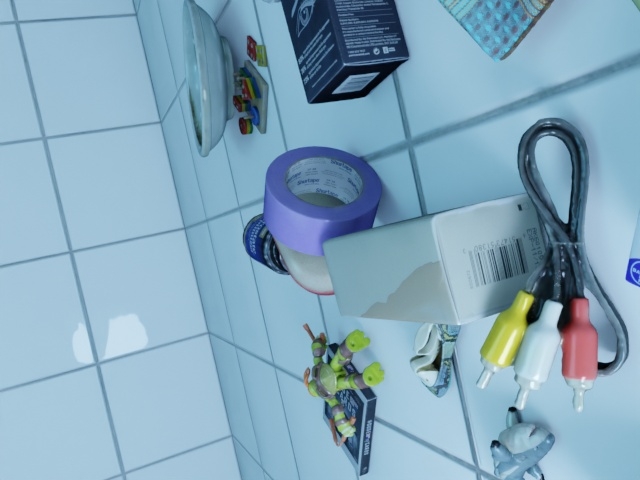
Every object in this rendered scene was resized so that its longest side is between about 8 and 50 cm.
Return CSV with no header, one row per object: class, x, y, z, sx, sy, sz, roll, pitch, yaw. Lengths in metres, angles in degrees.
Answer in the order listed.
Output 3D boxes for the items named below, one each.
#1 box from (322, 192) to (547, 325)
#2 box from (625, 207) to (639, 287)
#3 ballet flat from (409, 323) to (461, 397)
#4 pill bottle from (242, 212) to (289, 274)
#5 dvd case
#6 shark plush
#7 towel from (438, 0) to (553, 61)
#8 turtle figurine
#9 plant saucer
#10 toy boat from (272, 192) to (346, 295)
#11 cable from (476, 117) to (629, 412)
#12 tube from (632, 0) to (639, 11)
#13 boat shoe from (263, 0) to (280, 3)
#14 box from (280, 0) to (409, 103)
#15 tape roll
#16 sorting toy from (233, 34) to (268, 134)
box,0.133,0.030,0.765,0.311,0.148,0.121,166,90,-69
box,0.307,-0.013,0.422,0.126,0.072,0.137,39,136,55
ballet flat,0.164,0.167,0.872,0.070,0.070,0.188,-133,36,-50
pill bottle,-0.086,0.009,1.300,0.219,0.123,0.122,19,120,64
dvd case,0.060,0.369,1.277,0.179,0.030,0.238,48,144,49
shark plush,0.255,0.295,0.747,0.067,0.073,0.161,16,116,31
towel,0.113,-0.381,0.524,0.370,0.040,0.271,53,151,11
turtle figurine,0.024,0.261,1.172,0.217,0.087,0.269,-47,49,45
plant saucer,-0.290,-0.423,1.534,0.400,0.100,0.400,173,90,-74
toy boat,0.000,0.000,1.112,0.231,0.151,0.151,65,-175,27
cable,0.241,0.028,0.570,0.139,0.072,0.287,9,102,20
tube,0.263,-0.179,0.417,0.070,0.062,0.240,-24,52,29
boat shoe,-0.048,-0.536,0.906,0.118,0.103,0.320,42,143,35
box,0.027,-0.328,0.860,0.153,0.108,0.207,161,96,-68
tape roll,0.001,-0.069,0.961,0.189,0.189,0.080,58,151,38
sorting toy,-0.172,-0.351,1.403,0.132,0.046,0.274,57,150,39
